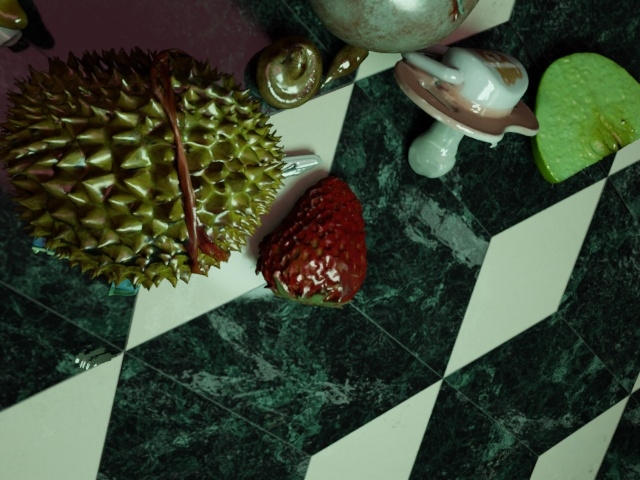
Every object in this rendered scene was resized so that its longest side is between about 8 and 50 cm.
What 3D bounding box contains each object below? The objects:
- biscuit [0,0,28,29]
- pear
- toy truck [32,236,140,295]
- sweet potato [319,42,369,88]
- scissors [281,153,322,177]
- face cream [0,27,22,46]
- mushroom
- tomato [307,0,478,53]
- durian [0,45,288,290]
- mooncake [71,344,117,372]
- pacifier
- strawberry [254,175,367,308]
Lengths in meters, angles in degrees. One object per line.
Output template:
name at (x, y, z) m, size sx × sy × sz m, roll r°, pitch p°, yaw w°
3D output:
biscuit at (-0.453, -0.379, 0.570) m, size 0.164 × 0.047 × 0.207 m, roll 9°, pitch 73°, yaw -39°
pear at (0.546, -0.276, 0.998) m, size 0.288 × 0.139 × 0.239 m, roll -27°, pitch 97°, yaw -8°
toy truck at (-0.380, 0.037, 0.757) m, size 0.175 × 0.067 × 0.081 m, roll 16°, pitch 99°, yaw -24°
sweet potato at (0.039, -0.320, 0.832) m, size 0.117 × 0.049 × 0.049 m, roll -46°, pitch 115°, yaw 3°
scissors at (-0.113, -0.123, 0.835) m, size 0.242 × 0.030 × 0.118 m, roll -16°, pitch 110°, yaw -12°
face cream at (-0.526, -0.372, 0.585) m, size 0.073 × 0.073 × 0.283 m, roll -47°, pitch 115°, yaw -3°
mushroom at (-0.054, -0.290, 0.785) m, size 0.126 × 0.085 × 0.109 m, roll -27°, pitch 147°, yaw -15°
tomato at (0.113, -0.451, 0.692) m, size 0.317 × 0.283 × 0.316 m, roll -6°, pitch 102°, yaw -27°
durian at (-0.237, -0.103, 0.644) m, size 0.385 × 0.347 × 0.347 m, roll 1°, pitch 109°, yaw 23°
mooncake at (-0.488, 0.107, 0.741) m, size 0.150 × 0.057 × 0.346 m, roll -23°, pitch 115°, yaw 0°
pacifier at (0.262, -0.246, 0.843) m, size 0.332 × 0.221 × 0.272 m, roll -18°, pitch 113°, yaw -40°
strawberry at (0.000, 0.000, 0.851) m, size 0.205 × 0.205 × 0.244 m, roll 21°, pitch 74°, yaw -25°
